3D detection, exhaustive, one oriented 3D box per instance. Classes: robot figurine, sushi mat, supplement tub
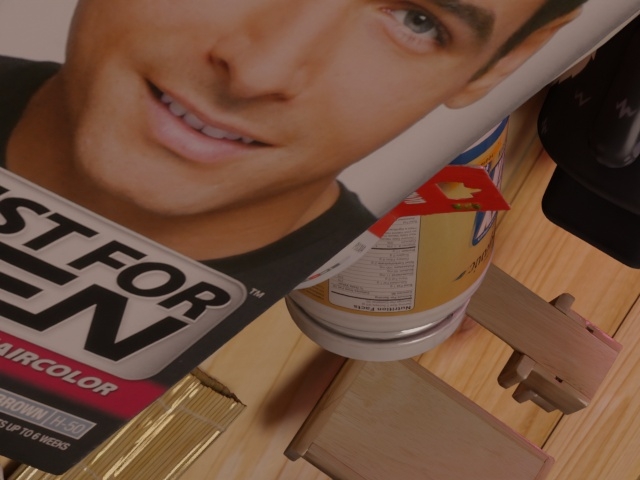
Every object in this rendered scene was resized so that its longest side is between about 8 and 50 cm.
[{"bbox_3d":[0.262,-0.121,1.023,0.174,0.209,0.278,13,119,-15],"label":"robot figurine"},{"bbox_3d":[-0.187,0.200,0.929,0.316,0.019,0.151,-47,150,-5],"label":"sushi mat"},{"bbox_3d":[0.036,-0.036,0.845,0.144,0.144,0.199,-32,145,-27],"label":"supplement tub"}]

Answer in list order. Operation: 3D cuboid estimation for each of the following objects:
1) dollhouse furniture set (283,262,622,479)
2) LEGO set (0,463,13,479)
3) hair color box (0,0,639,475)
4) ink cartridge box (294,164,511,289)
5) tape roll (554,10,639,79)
[{"bbox_3d":[0.058,0.185,1.208,0.303,0.174,0.355,-54,180,-17],"label":"dollhouse furniture set"},{"bbox_3d":[-0.168,0.083,0.746,0.132,0.107,0.287,-7,128,-48],"label":"LEGO set"},{"bbox_3d":[-0.054,-0.078,0.485,0.185,0.113,0.374,28,124,-38],"label":"hair color box"},{"bbox_3d":[0.000,0.000,0.698,0.145,0.179,0.045,28,60,-75],"label":"ink cartridge box"},{"bbox_3d":[-0.014,-0.180,0.522,0.392,0.072,0.392,-8,139,-7],"label":"tape roll"}]
